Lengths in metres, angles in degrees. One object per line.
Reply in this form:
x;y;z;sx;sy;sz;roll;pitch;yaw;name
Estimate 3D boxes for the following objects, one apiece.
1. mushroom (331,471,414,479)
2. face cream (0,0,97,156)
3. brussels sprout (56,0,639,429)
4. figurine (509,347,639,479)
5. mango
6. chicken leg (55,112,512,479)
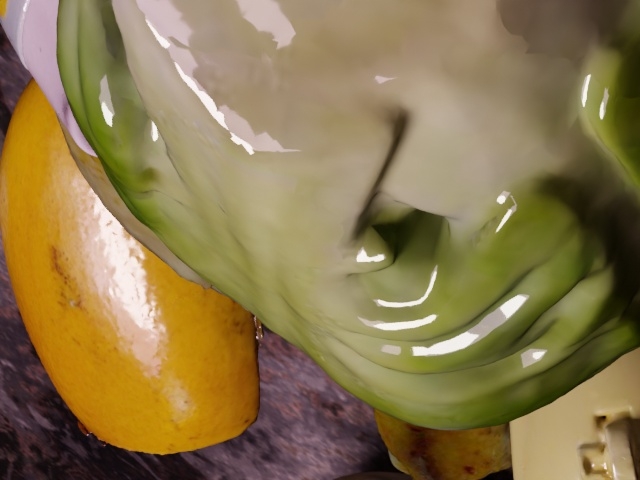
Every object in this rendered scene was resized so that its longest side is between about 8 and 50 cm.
0.038;0.325;1.213;0.314;0.336;0.314;31;142;28;mushroom
-0.129;-0.163;0.905;0.107;0.073;0.269;-58;47;32;face cream
0.044;-0.096;0.679;0.281;0.289;0.354;45;-168;12;brussels sprout
0.168;0.160;0.990;0.124;0.222;0.325;-10;94;12;figurine
-0.120;-0.004;1.159;0.187;0.138;0.257;31;140;62;mango
0.000;0.000;1.046;0.201;0.153;0.429;20;153;54;chicken leg
